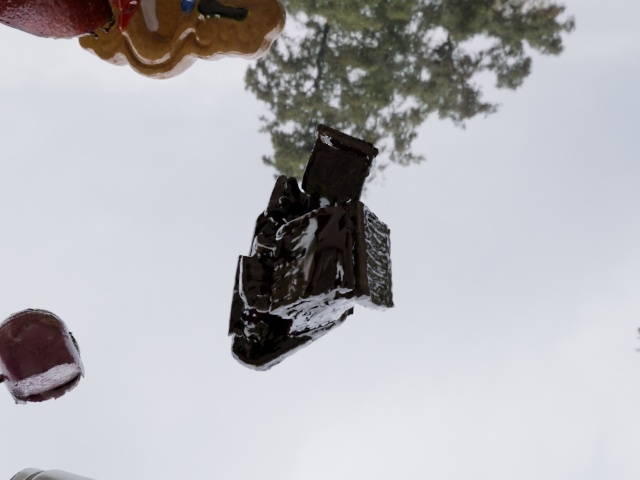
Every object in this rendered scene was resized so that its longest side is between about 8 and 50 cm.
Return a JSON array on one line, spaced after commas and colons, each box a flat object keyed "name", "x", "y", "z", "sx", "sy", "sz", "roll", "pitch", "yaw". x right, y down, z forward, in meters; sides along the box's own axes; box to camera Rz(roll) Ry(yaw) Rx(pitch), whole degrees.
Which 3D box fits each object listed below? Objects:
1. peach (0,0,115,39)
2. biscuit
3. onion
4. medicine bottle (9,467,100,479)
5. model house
[{"name": "peach", "x": -0.333, "y": -0.329, "z": 0.711, "sx": 0.068, "sy": 0.279, "sz": 0.188, "roll": -11, "pitch": -108, "yaw": 34}, {"name": "biscuit", "x": -0.201, "y": -0.322, "z": 0.844, "sx": 0.334, "sy": 0.201, "sz": 0.047, "roll": -2, "pitch": 179, "yaw": 26}, {"name": "onion", "x": -0.587, "y": 0.230, "z": 1.288, "sx": 0.201, "sy": 0.207, "sz": 0.200, "roll": -7, "pitch": -113, "yaw": 16}, {"name": "medicine bottle", "x": -0.577, "y": 0.583, "z": 1.377, "sx": 0.258, "sy": 0.143, "sz": 0.143, "roll": -1, "pitch": -144, "yaw": 32}, {"name": "model house", "x": -0.009, "y": -0.005, "z": 0.553, "sx": 0.141, "sy": 0.164, "sz": 0.203, "roll": 1, "pitch": -122, "yaw": -4}]
